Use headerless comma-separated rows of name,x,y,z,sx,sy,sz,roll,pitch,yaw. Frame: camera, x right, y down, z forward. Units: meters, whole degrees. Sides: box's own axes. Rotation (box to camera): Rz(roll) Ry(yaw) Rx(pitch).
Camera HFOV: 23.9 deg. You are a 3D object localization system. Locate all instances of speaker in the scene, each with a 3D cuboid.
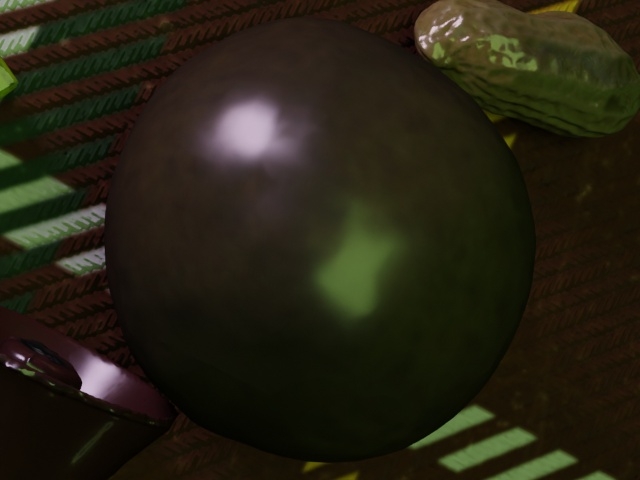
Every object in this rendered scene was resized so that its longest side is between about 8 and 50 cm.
speaker,-0.215,0.215,0.996,0.259,0.198,0.329,17,97,-47

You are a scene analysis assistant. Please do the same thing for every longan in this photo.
longan,0.002,-0.004,0.994,0.297,0.297,0.297,0,90,-21

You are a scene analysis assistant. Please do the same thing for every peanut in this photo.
peanut,0.160,-0.137,1.150,0.194,0.083,0.093,19,80,-19

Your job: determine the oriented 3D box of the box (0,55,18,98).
box,-0.383,-0.083,0.965,0.335,0.047,0.187,-37,102,-16
